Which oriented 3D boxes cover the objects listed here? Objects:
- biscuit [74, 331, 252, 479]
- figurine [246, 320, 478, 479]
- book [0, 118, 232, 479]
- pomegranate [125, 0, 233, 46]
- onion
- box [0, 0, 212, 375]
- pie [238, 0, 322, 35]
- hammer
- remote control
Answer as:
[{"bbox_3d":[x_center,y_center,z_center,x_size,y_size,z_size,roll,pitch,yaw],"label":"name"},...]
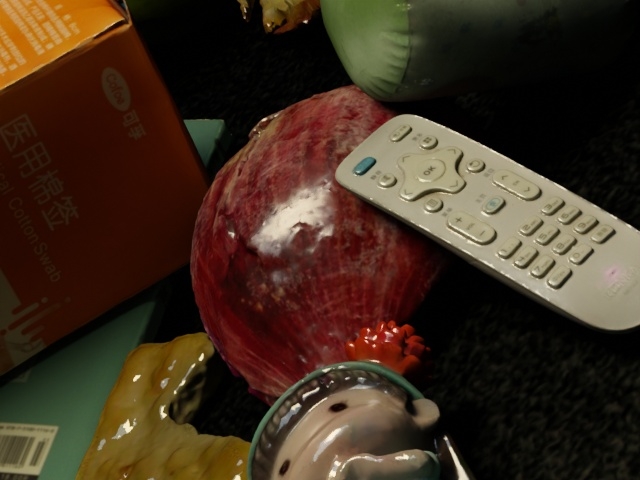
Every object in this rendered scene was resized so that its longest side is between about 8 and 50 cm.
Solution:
[{"bbox_3d":[-0.092,0.129,1.283,0.174,0.039,0.183,-20,38,35],"label":"biscuit"},{"bbox_3d":[0.051,0.145,1.040,0.138,0.110,0.245,-36,33,-7],"label":"figurine"},{"bbox_3d":[-0.238,0.049,1.471,0.264,0.031,0.379,1,49,23],"label":"book"},{"bbox_3d":[-0.173,-0.316,1.688,0.236,0.302,0.236,-2,16,0],"label":"pomegranate"},{"bbox_3d":[0.000,0.000,1.261,0.227,0.120,0.283,-34,32,23],"label":"onion"},{"bbox_3d":[-0.260,-0.027,1.367,0.341,0.225,0.143,-30,44,-8],"label":"box"},{"bbox_3d":[0.048,-0.286,1.591,0.308,0.085,0.308,-31,32,22],"label":"pie"},{"bbox_3d":[0.063,-0.200,1.346,0.206,0.119,0.335,-8,27,-22],"label":"hammer"},{"bbox_3d":[0.110,-0.006,1.149,0.229,0.044,0.073,30,64,33],"label":"remote control"}]
